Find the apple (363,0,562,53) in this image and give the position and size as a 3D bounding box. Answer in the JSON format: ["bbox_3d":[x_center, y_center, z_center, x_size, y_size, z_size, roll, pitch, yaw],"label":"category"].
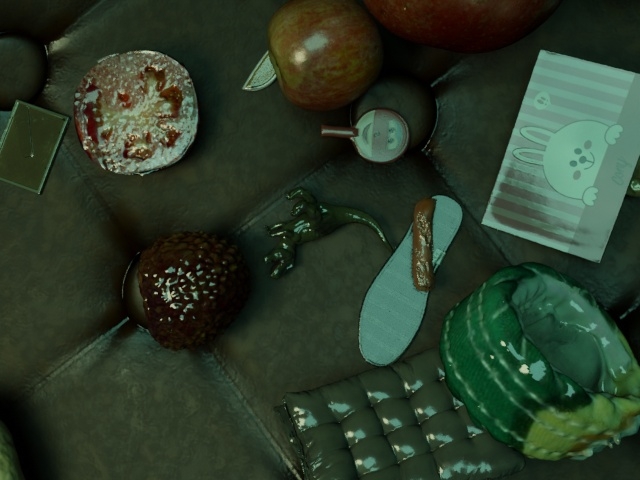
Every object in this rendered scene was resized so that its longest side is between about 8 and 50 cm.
[{"bbox_3d":[0.210,-0.446,1.055,0.348,0.277,0.349,7,65,-15],"label":"apple"}]

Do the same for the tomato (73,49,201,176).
[{"bbox_3d":[-0.305,-0.212,1.198,0.224,0.085,0.225,0,83,2],"label":"tomato"}]

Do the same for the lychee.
[{"bbox_3d":[-0.201,0.074,1.121,0.188,0.188,0.188,-1,84,5],"label":"lychee"}]

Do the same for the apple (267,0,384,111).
[{"bbox_3d":[0.007,-0.306,1.126,0.173,0.188,0.188,-22,83,-7],"label":"apple"}]

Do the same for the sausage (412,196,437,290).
[{"bbox_3d":[0.171,0.005,1.146,0.036,0.042,0.158,-4,80,43],"label":"sausage"}]

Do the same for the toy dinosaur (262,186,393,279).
[{"bbox_3d":[0.000,0.000,1.182,0.187,0.087,0.179,-42,116,16],"label":"toy dinosaur"}]

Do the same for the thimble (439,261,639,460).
[{"bbox_3d":[0.321,0.179,1.013,0.288,0.254,0.167,50,132,13],"label":"thimble"}]

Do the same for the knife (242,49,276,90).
[{"bbox_3d":[-0.044,-0.353,1.218,0.046,0.022,0.256,44,94,1],"label":"knife"}]

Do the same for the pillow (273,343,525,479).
[{"bbox_3d":[0.116,0.296,1.046,0.326,0.101,0.228,-14,56,-12],"label":"pillow"}]

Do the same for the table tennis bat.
[{"bbox_3d":[0.077,-0.182,1.195,0.154,0.019,0.098,5,85,3],"label":"table tennis bat"}]

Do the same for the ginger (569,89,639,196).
[{"bbox_3d":[0.470,-0.171,1.128,0.213,0.074,0.137,43,85,4],"label":"ginger"}]

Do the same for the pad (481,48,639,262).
[{"bbox_3d":[0.399,-0.136,1.113,0.202,0.005,0.300,21,99,18],"label":"pad"}]

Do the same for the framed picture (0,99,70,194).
[{"bbox_3d":[-0.525,-0.168,1.251,0.109,0.011,0.149,20,86,6],"label":"framed picture"}]

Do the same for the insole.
[{"bbox_3d":[0.150,0.066,1.165,0.110,0.012,0.310,29,88,9],"label":"insole"}]

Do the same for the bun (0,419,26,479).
[{"bbox_3d":[-0.633,0.419,1.108,0.360,0.213,0.362,2,73,-6],"label":"bun"}]
